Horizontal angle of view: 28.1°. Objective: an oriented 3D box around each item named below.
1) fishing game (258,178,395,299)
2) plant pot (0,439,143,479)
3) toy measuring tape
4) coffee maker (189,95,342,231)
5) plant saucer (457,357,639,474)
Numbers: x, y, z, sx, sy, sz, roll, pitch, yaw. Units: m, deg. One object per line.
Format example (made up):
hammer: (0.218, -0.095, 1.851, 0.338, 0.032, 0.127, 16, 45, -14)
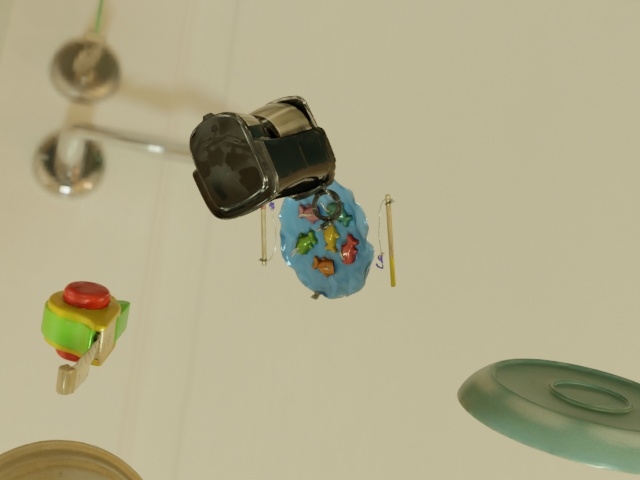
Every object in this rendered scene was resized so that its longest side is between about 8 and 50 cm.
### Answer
fishing game: (0.000, 0.000, 1.890, 0.264, 0.189, 0.041, 13, -160, 39)
plant pot: (-0.342, 0.456, 1.712, 0.333, 0.334, 0.305, 14, 176, -18)
toy measuring tape: (-0.358, 0.135, 1.818, 0.121, 0.121, 0.330, 3, -165, 5)
coffee maker: (-0.057, -0.086, 1.544, 0.120, 0.171, 0.178, -51, 170, 26)
plant saucer: (0.327, 0.205, 1.566, 0.317, 0.044, 0.317, 12, -170, -2)
